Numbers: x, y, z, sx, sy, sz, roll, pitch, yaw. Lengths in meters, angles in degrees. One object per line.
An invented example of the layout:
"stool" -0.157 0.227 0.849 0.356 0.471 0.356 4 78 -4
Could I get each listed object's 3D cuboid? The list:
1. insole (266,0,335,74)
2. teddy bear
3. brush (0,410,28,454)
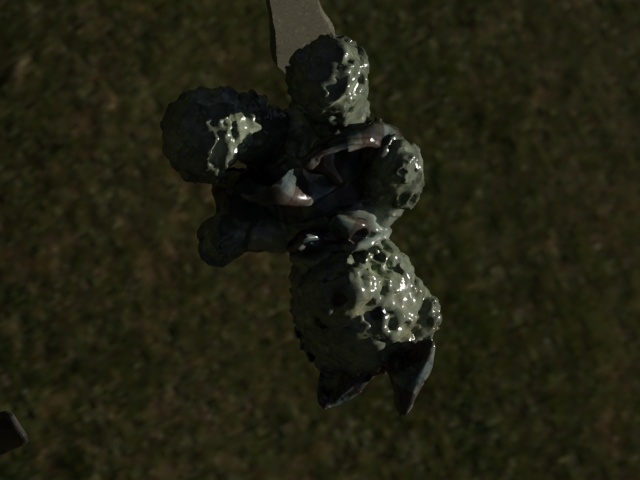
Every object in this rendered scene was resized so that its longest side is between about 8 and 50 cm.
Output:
"insole" -0.019 -0.189 1.637 0.010 0.063 0.192 61 -5 25
"teddy bear" 0.000 -0.015 1.022 0.111 0.133 0.213 -78 149 -60
"brush" -0.319 0.181 1.468 0.034 0.190 0.027 62 19 -18
